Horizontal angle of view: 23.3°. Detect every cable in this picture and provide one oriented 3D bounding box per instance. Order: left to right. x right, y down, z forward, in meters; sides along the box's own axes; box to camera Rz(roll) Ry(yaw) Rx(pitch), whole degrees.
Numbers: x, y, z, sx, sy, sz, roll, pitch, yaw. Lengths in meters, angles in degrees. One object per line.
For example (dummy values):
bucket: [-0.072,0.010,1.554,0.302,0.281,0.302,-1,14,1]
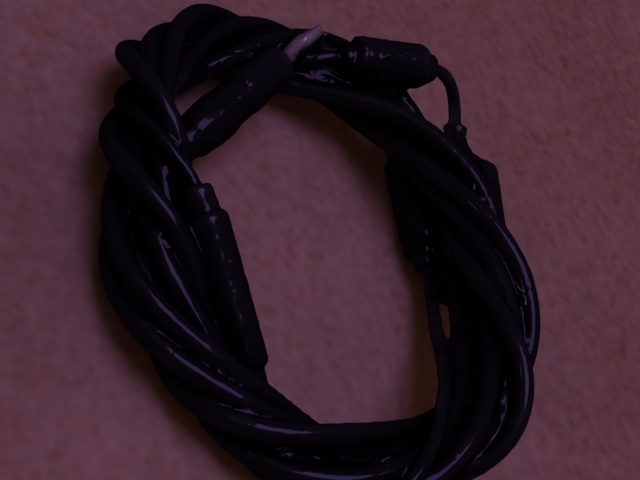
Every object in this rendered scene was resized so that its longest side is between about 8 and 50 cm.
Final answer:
cable: [0.000,0.000,0.492,0.150,0.047,0.184,19,53,-28]
